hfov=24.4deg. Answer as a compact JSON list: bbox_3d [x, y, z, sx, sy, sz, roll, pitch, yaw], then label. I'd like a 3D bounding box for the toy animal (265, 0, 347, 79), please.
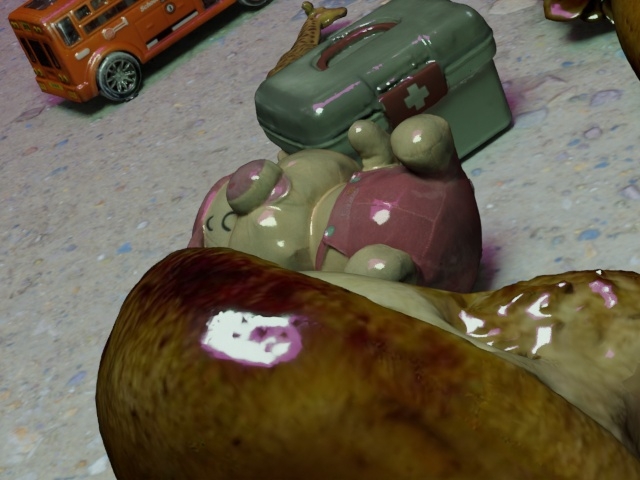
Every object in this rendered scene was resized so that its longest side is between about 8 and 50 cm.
[{"bbox_3d":[-0.002,-0.193,1.596,0.149,0.054,0.275,-26,27,-8],"label":"toy animal"}]

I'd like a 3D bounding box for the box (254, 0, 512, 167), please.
[{"bbox_3d":[0.058,-0.124,1.346,0.210,0.129,0.148,-35,30,-15],"label":"box"}]

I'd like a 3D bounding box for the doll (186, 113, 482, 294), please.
[{"bbox_3d":[-0.001,-0.003,1.169,0.256,0.152,0.196,-3,25,42],"label":"doll"}]

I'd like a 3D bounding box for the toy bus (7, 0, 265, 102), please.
[{"bbox_3d":[-0.215,-0.306,1.849,0.329,0.153,0.143,-37,29,-21],"label":"toy bus"}]

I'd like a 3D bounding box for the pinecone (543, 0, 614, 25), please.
[{"bbox_3d":[0.276,-0.338,1.411,0.264,0.264,0.264,-19,29,11],"label":"pinecone"}]

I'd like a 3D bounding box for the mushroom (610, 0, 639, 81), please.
[{"bbox_3d":[0.364,-0.206,1.197,0.267,0.254,0.267,-54,10,14],"label":"mushroom"}]

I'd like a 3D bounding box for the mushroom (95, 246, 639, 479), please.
[{"bbox_3d":[0.057,0.096,0.815,0.345,0.345,0.260,22,78,54],"label":"mushroom"}]
